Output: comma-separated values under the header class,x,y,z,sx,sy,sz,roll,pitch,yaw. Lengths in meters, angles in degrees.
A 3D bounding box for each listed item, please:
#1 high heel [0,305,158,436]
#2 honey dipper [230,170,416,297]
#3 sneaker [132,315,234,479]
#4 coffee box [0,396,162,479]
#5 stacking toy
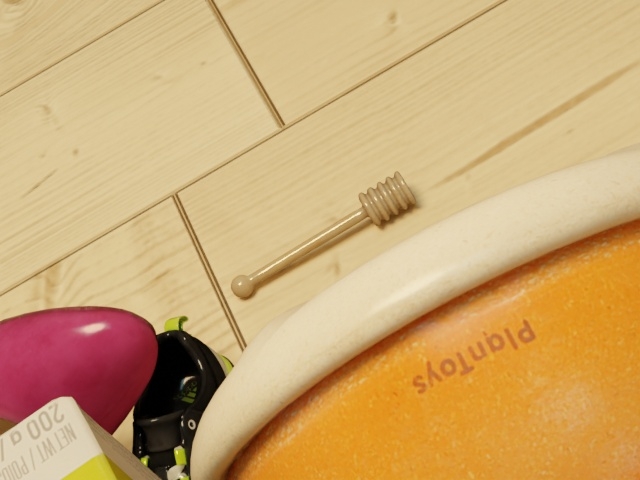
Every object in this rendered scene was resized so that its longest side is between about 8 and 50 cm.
class,x,y,z,sx,sy,sz,roll,pitch,yaw
high heel,-0.241,0.193,0.898,0.377,0.127,0.181,-40,32,31
honey dipper,0.000,0.000,1.043,0.160,0.030,0.030,-32,48,3
sneaker,-0.108,0.160,0.922,0.084,0.097,0.235,-14,50,16
coffee box,-0.113,0.349,0.615,0.337,0.338,0.334,-36,49,-3
stacking toy,0.172,0.227,0.643,0.350,0.350,0.480,-27,68,4
